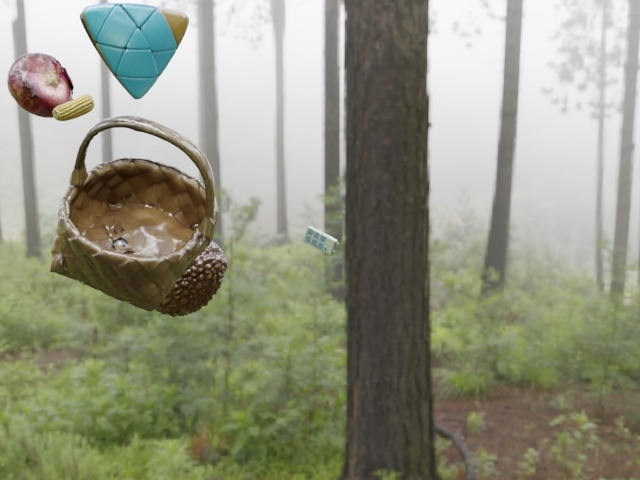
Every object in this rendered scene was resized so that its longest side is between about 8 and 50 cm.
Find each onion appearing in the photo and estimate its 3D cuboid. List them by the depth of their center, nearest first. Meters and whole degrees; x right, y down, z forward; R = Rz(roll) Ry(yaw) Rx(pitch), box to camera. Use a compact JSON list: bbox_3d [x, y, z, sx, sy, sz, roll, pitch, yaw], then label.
[{"bbox_3d":[-0.629,-0.330,1.916,0.140,0.150,0.150,-24,-6,40],"label":"onion"}]

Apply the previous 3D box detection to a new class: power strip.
[{"bbox_3d":[0.000,0.000,2.030,0.090,0.040,0.016,28,24,23],"label":"power strip"}]

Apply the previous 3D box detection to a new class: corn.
[{"bbox_3d":[-0.470,-0.252,1.657,0.037,0.037,0.092,9,28,37],"label":"corn"}]

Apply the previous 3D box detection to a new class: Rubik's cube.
[{"bbox_3d":[-0.420,-0.464,2.094,0.254,0.254,0.254,0,12,0],"label":"Rubik's cube"}]

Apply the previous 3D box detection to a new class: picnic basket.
[{"bbox_3d":[-0.332,-0.084,1.635,0.293,0.337,0.337,21,13,1],"label":"picnic basket"}]

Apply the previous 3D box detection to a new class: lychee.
[{"bbox_3d":[-0.357,0.076,2.203,0.236,0.236,0.271,-12,-12,-44],"label":"lychee"}]

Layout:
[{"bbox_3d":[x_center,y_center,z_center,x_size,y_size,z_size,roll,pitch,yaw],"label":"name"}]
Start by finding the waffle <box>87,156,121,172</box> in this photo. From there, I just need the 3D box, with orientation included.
[{"bbox_3d":[-0.545,-0.146,2.182,0.135,0.092,0.021,-27,31,-10],"label":"waffle"}]
